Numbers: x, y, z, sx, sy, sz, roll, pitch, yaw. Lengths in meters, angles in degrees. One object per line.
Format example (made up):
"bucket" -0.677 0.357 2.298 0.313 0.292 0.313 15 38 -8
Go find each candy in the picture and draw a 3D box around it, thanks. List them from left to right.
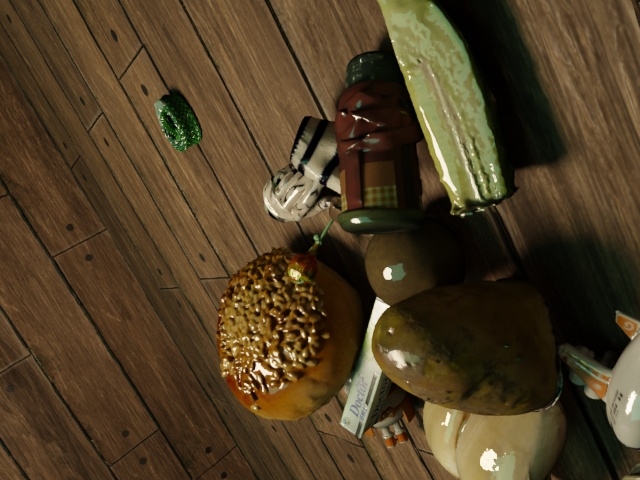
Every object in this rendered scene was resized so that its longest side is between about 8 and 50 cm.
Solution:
"candy" 0.000 0.000 1.135 0.060 0.201 0.060 30 176 3

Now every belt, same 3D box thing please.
"belt" -0.384 -0.309 1.472 0.121 0.079 0.151 9 126 52

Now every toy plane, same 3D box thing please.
"toy plane" 0.442 0.200 0.751 0.245 0.117 0.244 34 142 31

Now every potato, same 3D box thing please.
"potato" 0.197 0.159 0.819 0.229 0.266 0.229 -4 85 60

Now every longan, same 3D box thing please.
"longan" 0.161 0.043 0.950 0.167 0.167 0.187 18 135 46

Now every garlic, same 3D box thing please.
"garlic" 0.321 0.358 1.017 0.286 0.249 0.313 -98 -10 -53

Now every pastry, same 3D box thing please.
"pastry" -0.090 0.202 1.269 0.245 0.409 0.409 24 174 -41

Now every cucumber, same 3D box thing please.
"cucumber" 0.173 -0.204 0.757 0.105 0.145 0.325 -21 101 21

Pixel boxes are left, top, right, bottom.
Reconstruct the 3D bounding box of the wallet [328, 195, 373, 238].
"wallet" 0.067 -0.038 1.050 0.118 0.039 0.152 25 173 3

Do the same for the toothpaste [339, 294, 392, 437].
"toothpaste" 0.121 0.262 1.188 0.067 0.081 0.336 28 118 31

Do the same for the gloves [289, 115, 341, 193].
"gloves" 0.061 -0.133 0.972 0.219 0.131 0.140 19 -173 1

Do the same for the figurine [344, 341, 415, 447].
"figurine" 0.136 0.368 1.330 0.143 0.143 0.271 10 129 51

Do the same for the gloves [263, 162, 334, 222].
"gloves" -0.048 -0.097 1.176 0.127 0.111 0.212 61 158 0

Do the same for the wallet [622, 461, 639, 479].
"wallet" 0.609 0.389 0.735 0.252 0.083 0.360 49 148 0

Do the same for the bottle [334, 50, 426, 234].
"bottle" 0.093 -0.148 0.848 0.156 0.143 0.271 26 -118 -78
